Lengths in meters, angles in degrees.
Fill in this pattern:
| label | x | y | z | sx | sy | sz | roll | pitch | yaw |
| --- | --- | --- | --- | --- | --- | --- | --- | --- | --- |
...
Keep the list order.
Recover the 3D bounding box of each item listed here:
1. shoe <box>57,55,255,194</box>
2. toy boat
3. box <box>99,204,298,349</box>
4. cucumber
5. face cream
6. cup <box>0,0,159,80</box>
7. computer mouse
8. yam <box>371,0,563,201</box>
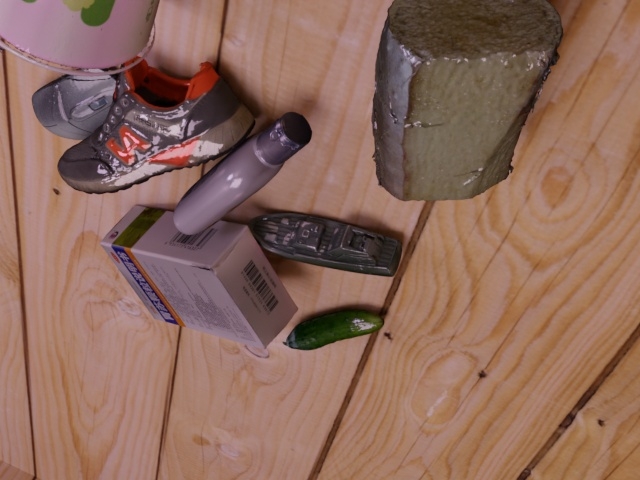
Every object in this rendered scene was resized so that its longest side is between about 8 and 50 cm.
| label | x | y | z | sx | sy | sz | roll | pitch | yaw |
| --- | --- | --- | --- | --- | --- | --- | --- | --- | --- |
| shoe | -0.274 | -0.183 | 1.557 | 0.336 | 0.132 | 0.171 | -13 | 118 | 24 |
| toy boat | 0.000 | 0.000 | 1.661 | 0.261 | 0.078 | 0.085 | 12 | 158 | 22 |
| box | -0.208 | 0.059 | 1.787 | 0.299 | 0.106 | 0.200 | 11 | 142 | 43 |
| cucumber | 0.011 | 0.158 | 1.857 | 0.250 | 0.056 | 0.056 | -20 | 122 | 41 |
| face cream | -0.112 | -0.104 | 1.563 | 0.071 | 0.144 | 0.291 | 47 | 138 | -8 |
| cup | -0.284 | -0.379 | 1.290 | 0.253 | 0.253 | 0.274 | 32 | 134 | -5 |
| computer mouse | -0.379 | -0.210 | 1.659 | 0.229 | 0.068 | 0.113 | -11 | 129 | 40 |
| yam | 0.163 | -0.175 | 1.268 | 0.202 | 0.201 | 0.271 | 2 | 136 | -1 |
